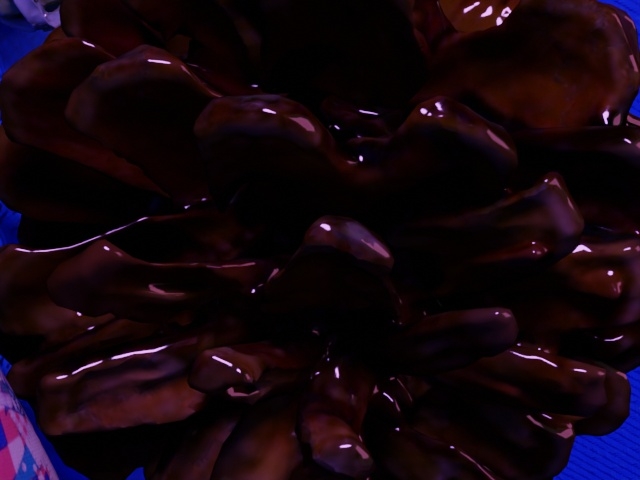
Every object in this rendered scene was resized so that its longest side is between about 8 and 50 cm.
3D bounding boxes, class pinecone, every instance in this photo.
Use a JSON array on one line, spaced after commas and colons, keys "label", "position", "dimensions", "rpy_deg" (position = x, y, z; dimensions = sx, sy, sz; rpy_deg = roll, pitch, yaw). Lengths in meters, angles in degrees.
[{"label": "pinecone", "position": [0.000, 0.000, 0.772], "dimensions": [0.398, 0.398, 0.397], "rpy_deg": [-13, 90, -76]}]

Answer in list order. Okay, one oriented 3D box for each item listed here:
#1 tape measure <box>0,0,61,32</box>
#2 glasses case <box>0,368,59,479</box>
[{"label": "tape measure", "position": [-0.175, -0.207, 0.884], "dimensions": [0.154, 0.088, 0.177], "rpy_deg": [3, 76, -81]}, {"label": "glasses case", "position": [-0.178, 0.097, 0.621], "dimensions": [0.125, 0.076, 0.327], "rpy_deg": [-76, 150, -54]}]
